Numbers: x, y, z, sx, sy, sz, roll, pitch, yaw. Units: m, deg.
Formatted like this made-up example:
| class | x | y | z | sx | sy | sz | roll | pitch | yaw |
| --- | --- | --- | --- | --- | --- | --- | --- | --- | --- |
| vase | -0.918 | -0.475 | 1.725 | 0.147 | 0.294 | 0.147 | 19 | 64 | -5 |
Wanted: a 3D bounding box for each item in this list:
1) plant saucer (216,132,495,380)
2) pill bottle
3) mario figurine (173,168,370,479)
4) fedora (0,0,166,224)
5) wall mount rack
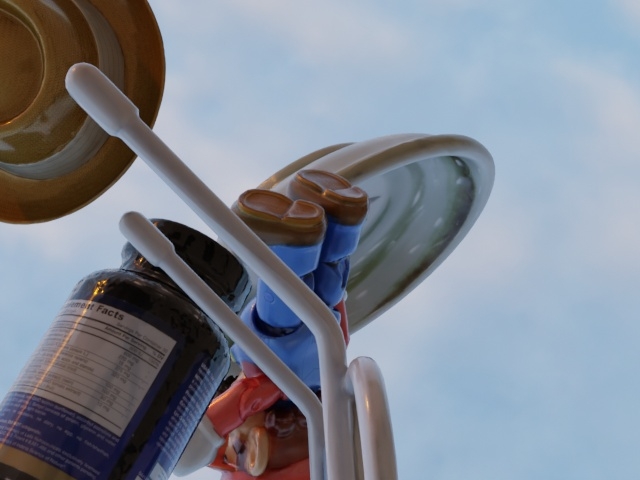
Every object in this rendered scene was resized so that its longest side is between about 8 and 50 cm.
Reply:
| class | x | y | z | sx | sy | sz | roll | pitch | yaw |
| --- | --- | --- | --- | --- | --- | --- | --- | --- | --- |
| plant saucer | 0.000 | 0.000 | 1.434 | 0.400 | 0.400 | 0.100 | -22 | -116 | -29 |
| pill bottle | -0.136 | 0.098 | 0.895 | 0.122 | 0.123 | 0.219 | 30 | -116 | -2 |
| mario figurine | -0.059 | 0.096 | 1.180 | 0.198 | 0.321 | 0.170 | 0 | -156 | -21 |
| fedora | -0.190 | -0.106 | 0.799 | 0.194 | 0.079 | 0.194 | -3 | -100 | 18 |
| wall mount rack | -0.040 | 0.093 | 0.645 | 0.130 | 0.350 | 0.304 | -4 | -108 | -4 |
